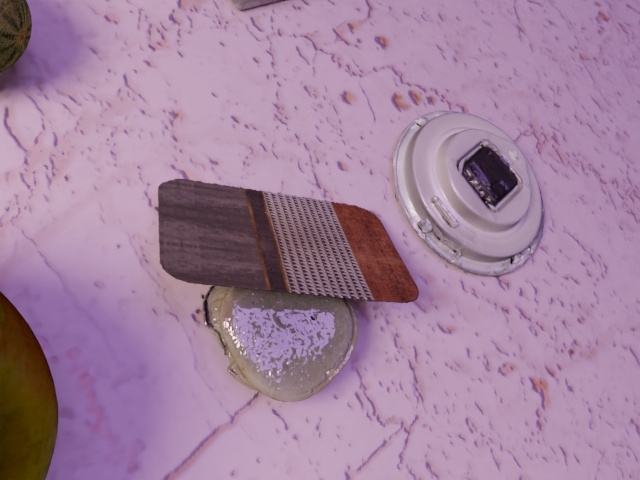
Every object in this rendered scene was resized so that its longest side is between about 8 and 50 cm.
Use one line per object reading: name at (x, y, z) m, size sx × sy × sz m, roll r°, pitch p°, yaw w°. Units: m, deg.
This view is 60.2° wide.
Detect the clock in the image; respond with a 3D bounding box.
clock at (0.203, -0.072, 0.703) m, size 0.236 × 0.053 × 0.237 m, roll 8°, pitch 66°, yaw -20°

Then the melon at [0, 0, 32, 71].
melon at (-0.348, -0.209, 0.461) m, size 0.192 × 0.139 × 0.139 m, roll 21°, pitch 62°, yaw -13°

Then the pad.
pad at (-0.005, 0.023, 0.470) m, size 0.249 × 0.323 × 0.055 m, roll 7°, pitch 106°, yaw -22°

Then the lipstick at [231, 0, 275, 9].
lipstick at (0.032, -0.400, 0.742) m, size 0.371 × 0.080 × 0.076 m, roll -30°, pitch 84°, yaw -31°

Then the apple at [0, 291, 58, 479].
apple at (-0.276, 0.100, 0.296) m, size 0.226 × 0.246 × 0.246 m, roll 8°, pitch 61°, yaw 19°

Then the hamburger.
hamburger at (-0.037, 0.080, 0.528) m, size 0.133 × 0.062 × 0.140 m, roll -36°, pitch 88°, yaw -28°
